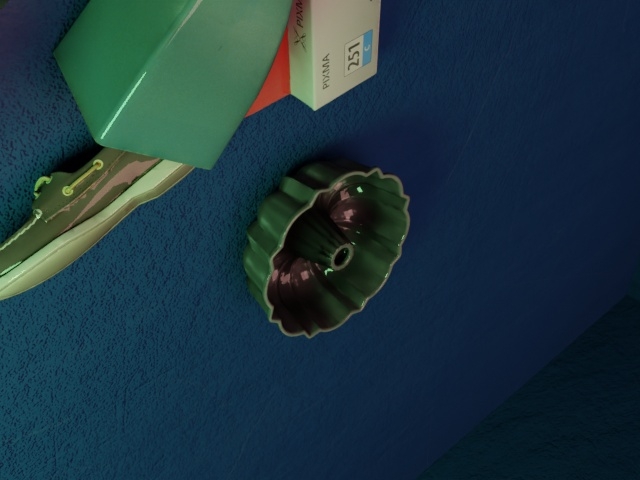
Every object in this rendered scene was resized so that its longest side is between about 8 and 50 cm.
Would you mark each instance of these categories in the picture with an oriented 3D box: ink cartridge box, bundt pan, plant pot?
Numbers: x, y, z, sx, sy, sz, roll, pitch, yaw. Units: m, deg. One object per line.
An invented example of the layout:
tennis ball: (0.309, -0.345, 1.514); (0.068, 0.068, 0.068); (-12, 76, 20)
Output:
ink cartridge box: (-0.027, -0.310, 0.979); (0.261, 0.066, 0.296); (-35, 147, -25)
bundt pan: (0.000, 0.000, 1.236); (0.331, 0.124, 0.330); (-26, 135, -30)
plant pot: (-0.152, -0.232, 0.802); (0.165, 0.165, 0.234); (9, 130, -50)

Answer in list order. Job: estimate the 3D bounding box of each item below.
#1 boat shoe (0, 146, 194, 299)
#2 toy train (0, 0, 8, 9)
boat shoe: (-0.298, -0.053, 0.900); (0.324, 0.096, 0.116); (-40, -179, -13)
toy train: (-0.362, -0.309, 0.555); (0.190, 0.142, 0.334); (-32, 150, 19)
